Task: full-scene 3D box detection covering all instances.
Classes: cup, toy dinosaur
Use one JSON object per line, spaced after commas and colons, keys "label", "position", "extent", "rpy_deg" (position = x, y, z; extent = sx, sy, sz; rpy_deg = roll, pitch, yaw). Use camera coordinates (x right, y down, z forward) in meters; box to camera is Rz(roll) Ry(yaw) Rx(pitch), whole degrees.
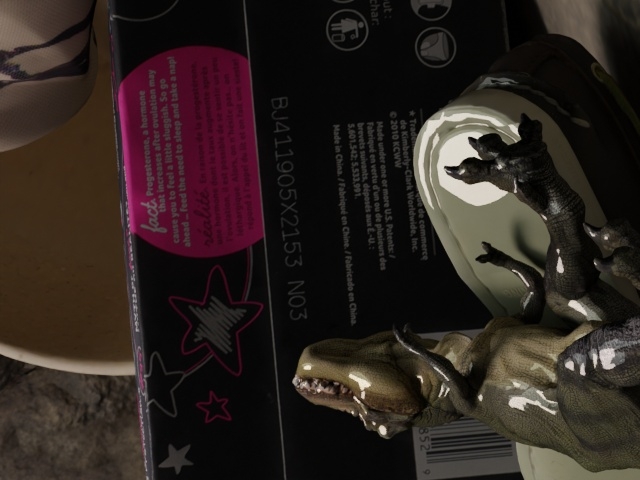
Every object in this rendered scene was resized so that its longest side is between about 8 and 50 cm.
{"label": "cup", "position": [-0.115, -0.122, 1.134], "extent": [0.237, 0.331, 0.331], "rpy_deg": [-69, -33, -58]}
{"label": "toy dinosaur", "position": [0.089, 0.032, 0.600], "extent": [0.268, 0.064, 0.118], "rpy_deg": [14, 132, 47]}

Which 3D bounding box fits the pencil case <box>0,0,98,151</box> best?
{"label": "pencil case", "position": [-0.132, -0.220, 0.804], "extent": [0.183, 0.160, 0.410], "rpy_deg": [-63, -3, -46]}

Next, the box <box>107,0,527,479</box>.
{"label": "box", "position": [0.000, 0.000, 0.815], "extent": [0.142, 0.163, 0.247], "rpy_deg": [129, 135, -82]}

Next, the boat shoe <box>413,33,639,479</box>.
{"label": "boat shoe", "position": [0.107, 0.036, 0.703], "extent": [0.081, 0.069, 0.228], "rpy_deg": [-2, 121, 39]}
